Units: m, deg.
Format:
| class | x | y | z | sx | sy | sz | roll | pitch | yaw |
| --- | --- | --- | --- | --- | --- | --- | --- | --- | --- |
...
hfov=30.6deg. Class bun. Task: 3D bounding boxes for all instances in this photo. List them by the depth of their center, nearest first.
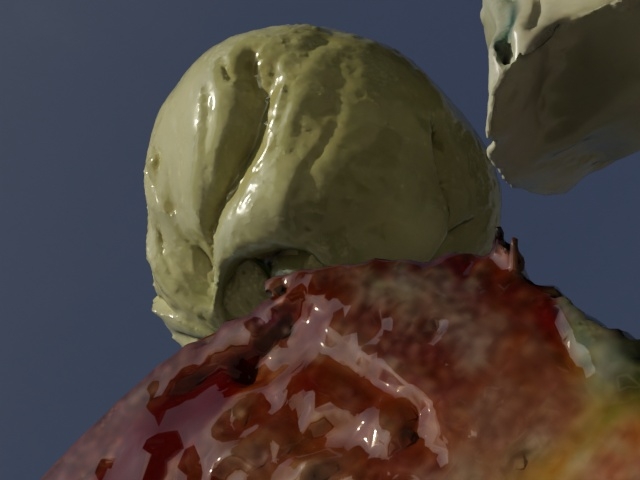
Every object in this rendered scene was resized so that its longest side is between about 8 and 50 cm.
| class | x | y | z | sx | sy | sz | roll | pitch | yaw |
| --- | --- | --- | --- | --- | --- | --- | --- | --- | --- |
| bun | 0.000 | 0.000 | 0.760 | 0.259 | 0.160 | 0.259 | -1 | -57 | -1 |

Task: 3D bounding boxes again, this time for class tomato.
| class | x | y | z | sx | sy | sz | roll | pitch | yaw |
| --- | --- | --- | --- | --- | --- | --- | --- | --- | --- |
| tomato | 0.038 | 0.160 | 0.346 | 0.309 | 0.309 | 0.170 | -48 | -48 | -11 |

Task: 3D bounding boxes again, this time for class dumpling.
| class | x | y | z | sx | sy | sz | roll | pitch | yaw |
| --- | --- | --- | --- | --- | --- | --- | --- | --- | --- |
| dumpling | 0.134 | -0.092 | 0.526 | 0.188 | 0.108 | 0.127 | -53 | -46 | -26 |
